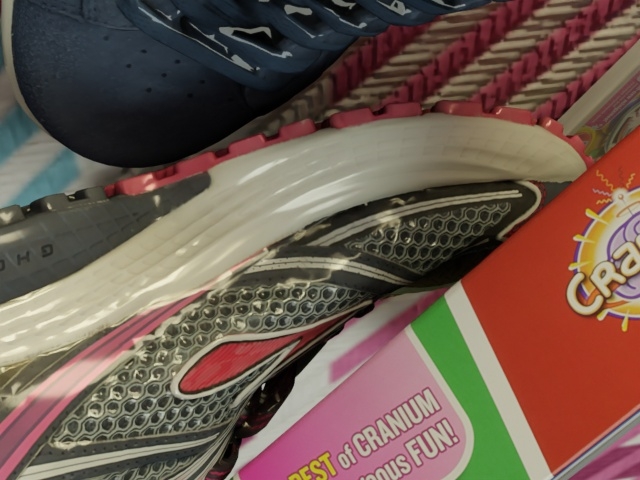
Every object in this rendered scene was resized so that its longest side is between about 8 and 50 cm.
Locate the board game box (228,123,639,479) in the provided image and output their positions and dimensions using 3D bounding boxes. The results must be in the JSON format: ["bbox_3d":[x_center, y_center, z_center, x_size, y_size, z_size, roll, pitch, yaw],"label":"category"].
[{"bbox_3d":[0.119,0.021,0.515,0.316,0.064,0.242,-43,165,19],"label":"board game box"}]

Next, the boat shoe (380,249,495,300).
[{"bbox_3d":[0.000,0.000,0.598,0.190,0.068,0.072,-4,158,0],"label":"boat shoe"}]

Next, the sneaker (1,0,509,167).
[{"bbox_3d":[0.022,-0.102,0.390,0.131,0.148,0.350,18,135,-35],"label":"sneaker"}]

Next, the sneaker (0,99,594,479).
[{"bbox_3d":[-0.038,0.027,0.488,0.299,0.112,0.121,-19,-178,-19],"label":"sneaker"}]

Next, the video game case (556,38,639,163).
[{"bbox_3d":[0.164,-0.048,0.616,0.122,0.011,0.087,15,134,-32],"label":"video game case"}]
